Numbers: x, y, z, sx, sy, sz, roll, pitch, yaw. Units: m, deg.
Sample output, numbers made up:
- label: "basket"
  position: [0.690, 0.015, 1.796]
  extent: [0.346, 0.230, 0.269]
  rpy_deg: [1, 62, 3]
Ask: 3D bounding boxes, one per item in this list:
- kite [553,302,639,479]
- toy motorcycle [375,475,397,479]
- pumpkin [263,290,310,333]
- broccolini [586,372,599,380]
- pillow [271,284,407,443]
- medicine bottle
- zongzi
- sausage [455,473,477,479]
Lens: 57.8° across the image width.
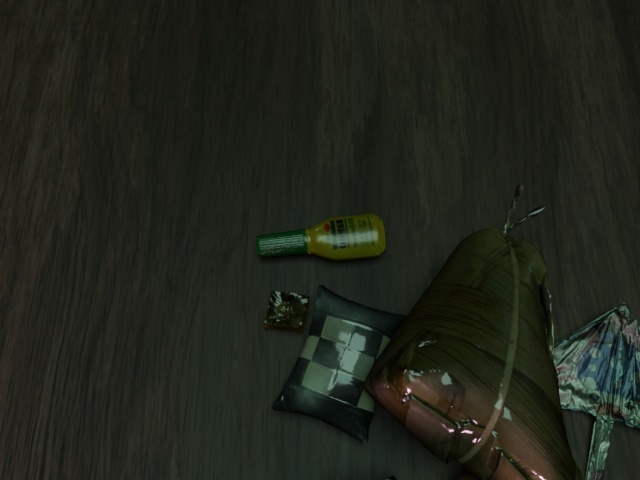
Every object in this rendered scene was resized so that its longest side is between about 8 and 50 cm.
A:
- label: "kite"
  position: [0.533, 0.290, 1.065]
  extent: [0.406, 0.014, 0.368]
  rpy_deg: [14, 76, 13]
- label: "toy motorcycle"
  position: [-0.003, 0.481, 0.920]
  extent: [0.331, 0.196, 0.125]
  rpy_deg: [-31, 72, -13]
- label: "pumpkin"
  position: [-0.067, 0.138, 1.134]
  extent: [0.083, 0.054, 0.074]
  rpy_deg: [6, 64, 8]
- label: "broccolini"
  position: [0.602, 0.263, 1.090]
  extent: [0.194, 0.054, 0.052]
  rpy_deg: [-7, 87, -1]
- label: "pillow"
  position: [0.039, 0.225, 1.071]
  extent: [0.186, 0.106, 0.249]
  rpy_deg: [20, 74, 8]
- label: "medicine bottle"
  position: [0.000, 0.000, 1.184]
  extent: [0.261, 0.064, 0.095]
  rpy_deg: [-6, 68, -1]
- label: "zongzi"
  position: [0.379, 0.219, 1.030]
  extent: [0.467, 0.218, 0.500]
  rpy_deg: [40, 59, 1]
- label: "sausage"
  position: [0.238, 0.496, 0.890]
  extent: [0.121, 0.121, 0.304]
  rpy_deg: [23, 30, 9]
